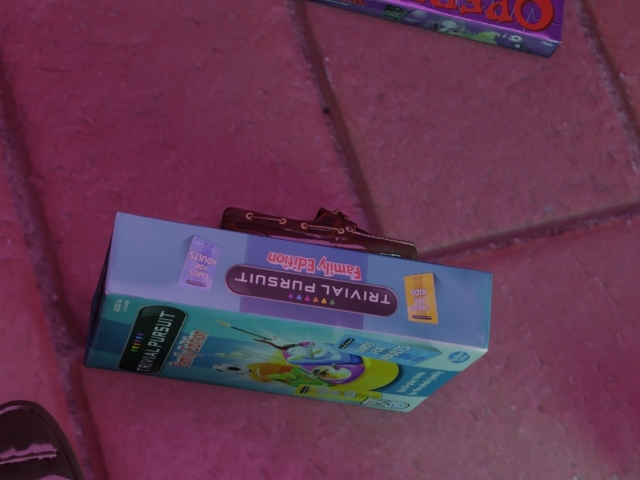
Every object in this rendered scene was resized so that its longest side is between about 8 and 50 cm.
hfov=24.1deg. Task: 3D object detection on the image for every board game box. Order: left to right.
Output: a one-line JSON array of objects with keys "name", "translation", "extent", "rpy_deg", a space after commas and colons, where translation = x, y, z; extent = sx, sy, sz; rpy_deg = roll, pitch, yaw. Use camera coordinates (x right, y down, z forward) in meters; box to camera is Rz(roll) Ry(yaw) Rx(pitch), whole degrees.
[{"name": "board game box", "translation": [-0.041, 0.077, 1.397], "extent": [0.336, 0.254, 0.079], "rpy_deg": [9, 69, -10]}, {"name": "board game box", "translation": [0.112, -0.342, 1.697], "extent": [0.346, 0.056, 0.208], "rpy_deg": [12, 73, -9]}]

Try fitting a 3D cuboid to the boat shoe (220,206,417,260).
[{"name": "boat shoe", "translation": [0.000, 0.000, 1.531], "extent": [0.207, 0.073, 0.073], "rpy_deg": [4, 72, -12]}]

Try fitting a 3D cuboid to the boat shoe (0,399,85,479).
[{"name": "boat shoe", "translation": [-0.246, 0.300, 1.353], "extent": [0.110, 0.104, 0.307], "rpy_deg": [-15, 72, -8]}]
